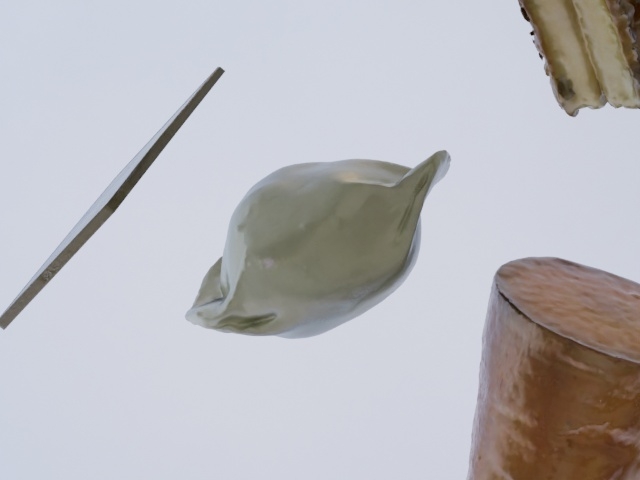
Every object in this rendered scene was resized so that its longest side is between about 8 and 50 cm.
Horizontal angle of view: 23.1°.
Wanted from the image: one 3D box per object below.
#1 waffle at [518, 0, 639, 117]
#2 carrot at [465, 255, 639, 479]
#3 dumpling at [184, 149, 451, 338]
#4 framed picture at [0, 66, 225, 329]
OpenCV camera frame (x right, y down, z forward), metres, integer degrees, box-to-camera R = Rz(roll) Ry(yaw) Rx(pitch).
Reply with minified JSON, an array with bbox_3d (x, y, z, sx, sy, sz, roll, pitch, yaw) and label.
[{"bbox_3d":[0.202,-0.264,1.111,0.213,0.091,0.308,-49,-54,-32],"label":"waffle"},{"bbox_3d":[0.203,0.165,1.321,0.196,0.254,0.196,15,-162,-5],"label":"carrot"},{"bbox_3d":[0.000,0.000,1.267,0.250,0.162,0.132,-31,-80,7],"label":"dumpling"},{"bbox_3d":[-0.139,-0.033,1.058,0.010,0.136,0.201,41,-145,-8],"label":"framed picture"}]
